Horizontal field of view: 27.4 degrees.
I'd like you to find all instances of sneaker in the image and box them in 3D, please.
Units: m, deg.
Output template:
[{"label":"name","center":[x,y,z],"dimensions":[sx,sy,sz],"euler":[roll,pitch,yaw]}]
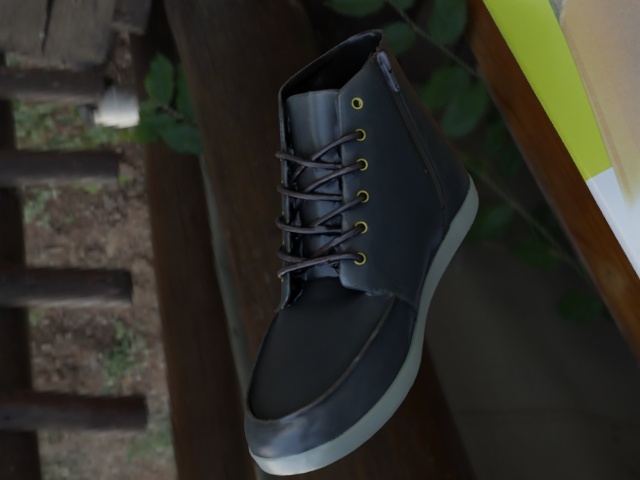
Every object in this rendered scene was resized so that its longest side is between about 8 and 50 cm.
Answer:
[{"label":"sneaker","center":[0.000,0.000,0.634],"dimensions":[0.083,0.222,0.118],"euler":[-10,126,33]}]

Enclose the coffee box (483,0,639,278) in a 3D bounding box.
[{"label":"coffee box","center":[0.344,-0.135,0.683],"dimensions":[0.338,0.334,0.338],"euler":[-31,177,42]}]
